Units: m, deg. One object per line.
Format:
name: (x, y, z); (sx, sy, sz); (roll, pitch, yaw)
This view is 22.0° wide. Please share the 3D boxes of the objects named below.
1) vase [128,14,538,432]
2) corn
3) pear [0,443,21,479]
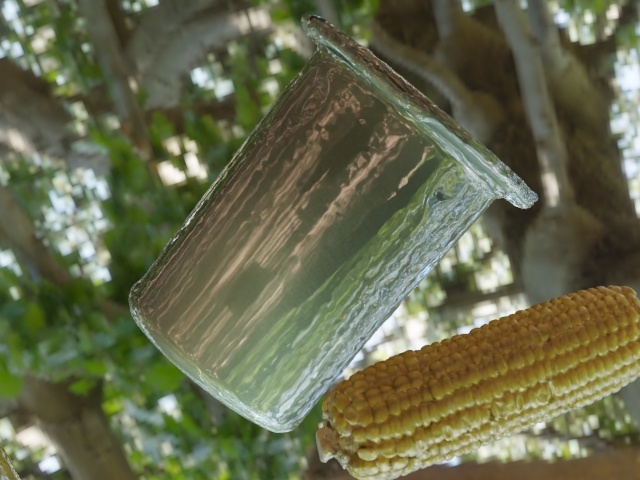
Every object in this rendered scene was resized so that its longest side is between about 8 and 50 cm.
vase: (0.000, 0.000, 1.358); (0.291, 0.245, 0.245); (-52, -137, 4)
corn: (0.108, 0.093, 1.075); (0.238, 0.080, 0.080); (-22, -141, -3)
pear: (-0.402, 0.250, 1.290); (0.348, 0.348, 0.348); (-10, -141, 9)
